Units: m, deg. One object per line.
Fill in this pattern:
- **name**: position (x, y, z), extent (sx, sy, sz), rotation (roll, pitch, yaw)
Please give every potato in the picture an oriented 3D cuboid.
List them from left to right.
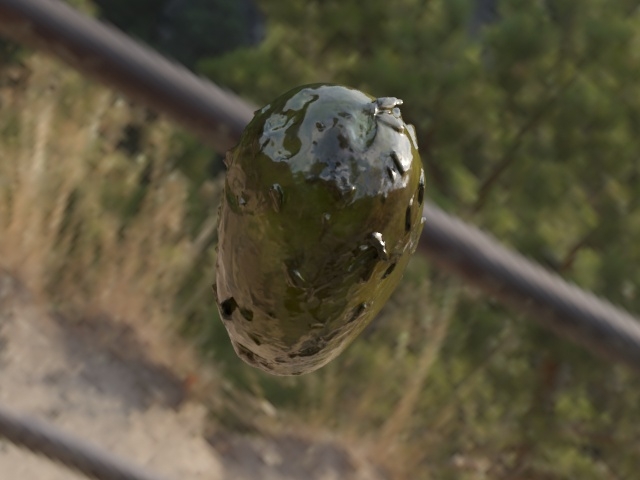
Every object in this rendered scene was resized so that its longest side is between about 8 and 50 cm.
- **potato**: position (0.000, 0.000, 1.138), extent (0.113, 0.251, 0.149), rotation (25, 60, 13)
